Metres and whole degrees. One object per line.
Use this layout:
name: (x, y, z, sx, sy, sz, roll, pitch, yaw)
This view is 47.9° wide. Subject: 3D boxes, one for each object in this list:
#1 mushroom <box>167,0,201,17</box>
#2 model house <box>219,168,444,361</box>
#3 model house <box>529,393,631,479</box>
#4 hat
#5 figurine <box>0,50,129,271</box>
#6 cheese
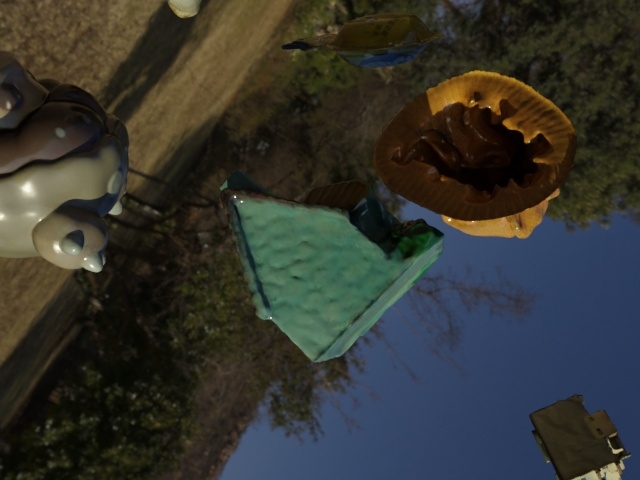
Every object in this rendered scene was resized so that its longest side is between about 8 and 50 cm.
mushroom: (-0.207, -0.399, 1.023, 0.351, 0.097, 0.109, -114, -155, -83)
model house: (0.000, 0.000, 0.971, 0.230, 0.249, 0.280, -44, 169, 0)
model house: (0.589, 0.496, 1.582, 0.178, 0.206, 0.271, -25, -159, 5)
hat: (0.227, -0.068, 0.989, 0.244, 0.233, 0.233, -20, -124, 14)
figurine: (-0.353, -0.126, 0.731, 0.203, 0.380, 0.248, -40, -154, 8)
cheese: (0.065, -0.320, 1.148, 0.177, 0.270, 0.069, -36, 127, -47)
